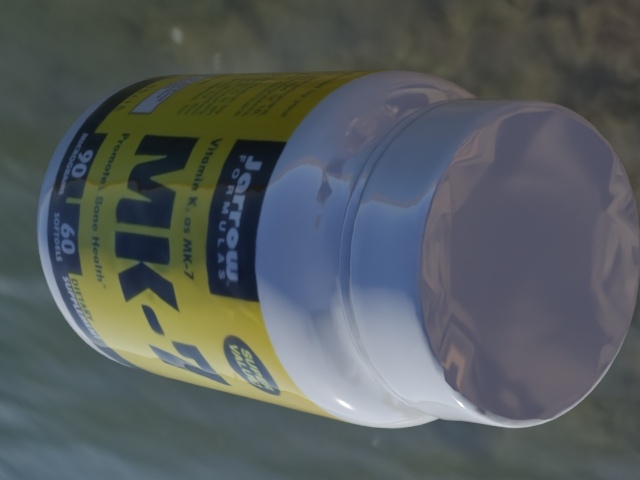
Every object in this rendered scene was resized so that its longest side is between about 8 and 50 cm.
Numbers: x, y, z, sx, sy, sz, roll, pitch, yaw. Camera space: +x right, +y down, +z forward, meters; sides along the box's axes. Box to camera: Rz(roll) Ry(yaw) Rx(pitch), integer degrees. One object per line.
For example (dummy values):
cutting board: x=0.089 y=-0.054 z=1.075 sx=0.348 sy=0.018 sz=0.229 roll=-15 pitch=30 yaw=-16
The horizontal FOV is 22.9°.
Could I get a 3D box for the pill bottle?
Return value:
pill bottle: x=0.000 y=0.000 z=0.549 sx=0.208 sy=0.119 sz=0.119 roll=6 pitch=136 yaw=51
